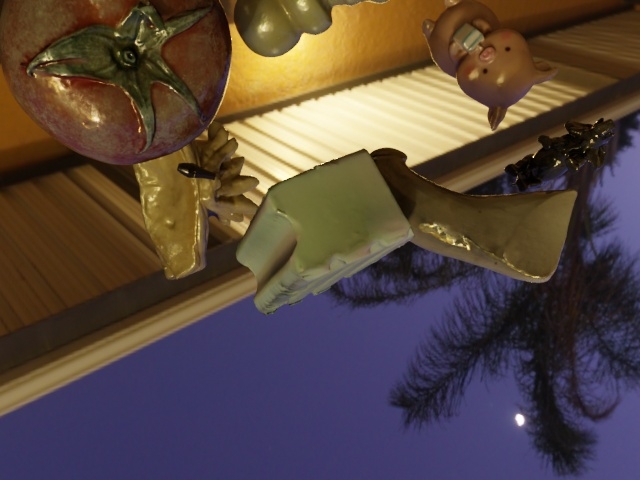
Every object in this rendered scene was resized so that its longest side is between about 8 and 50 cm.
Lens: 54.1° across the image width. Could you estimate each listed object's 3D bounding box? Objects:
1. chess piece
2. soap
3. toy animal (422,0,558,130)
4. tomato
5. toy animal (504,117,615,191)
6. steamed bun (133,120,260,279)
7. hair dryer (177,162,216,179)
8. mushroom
[{"bbox_3d":[-0.006,-0.451,1.120,0.330,0.182,0.182,-29,-149,15],"label":"chess piece"},{"bbox_3d":[0.000,0.000,1.114,0.261,0.446,0.156,-24,-98,-19],"label":"soap"},{"bbox_3d":[0.379,-0.429,1.448,0.213,0.195,0.256,32,-155,-43],"label":"toy animal"},{"bbox_3d":[-0.283,-0.268,0.893,0.316,0.317,0.282,-12,-161,-21],"label":"tomato"},{"bbox_3d":[0.486,-0.180,1.265,0.146,0.114,0.245,-15,177,-44],"label":"toy animal"},{"bbox_3d":[-0.296,-0.138,1.505,0.247,0.428,0.189,-7,-167,29],"label":"steamed bun"},{"bbox_3d":[-0.246,-0.133,1.265,0.079,0.031,0.083,13,-167,-21],"label":"hair dryer"},{"bbox_3d":[0.244,-0.053,1.159,0.397,0.177,0.126,15,-175,12],"label":"mushroom"}]
